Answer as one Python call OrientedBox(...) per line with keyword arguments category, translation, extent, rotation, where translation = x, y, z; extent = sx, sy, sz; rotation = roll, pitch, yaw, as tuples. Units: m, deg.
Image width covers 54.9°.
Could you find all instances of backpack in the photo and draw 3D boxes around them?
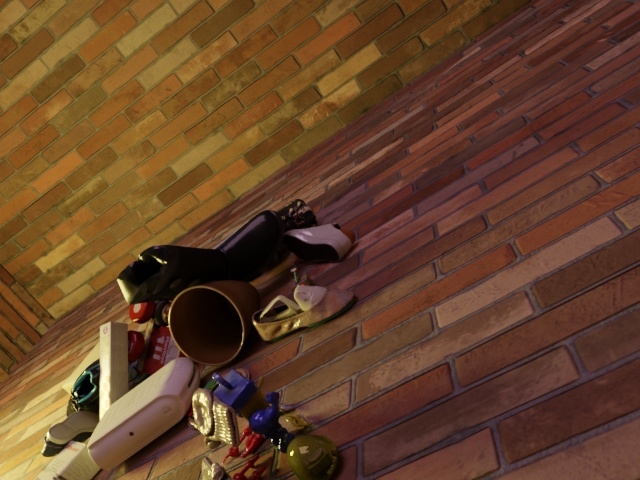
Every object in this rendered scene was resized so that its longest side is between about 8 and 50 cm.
OrientedBox(category="backpack", translation=(-0.633, 0.441, 2.105), extent=(0.114, 0.084, 0.105), rotation=(-37, 14, -20))

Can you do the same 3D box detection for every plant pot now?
OrientedBox(category="plant pot", translation=(-0.280, 0.214, 1.836), extent=(0.237, 0.237, 0.254), rotation=(-30, 2, 23))

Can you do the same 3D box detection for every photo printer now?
OrientedBox(category="photo printer", translation=(-0.466, 0.457, 1.693), extent=(0.308, 0.107, 0.256), rotation=(-36, 12, 5))

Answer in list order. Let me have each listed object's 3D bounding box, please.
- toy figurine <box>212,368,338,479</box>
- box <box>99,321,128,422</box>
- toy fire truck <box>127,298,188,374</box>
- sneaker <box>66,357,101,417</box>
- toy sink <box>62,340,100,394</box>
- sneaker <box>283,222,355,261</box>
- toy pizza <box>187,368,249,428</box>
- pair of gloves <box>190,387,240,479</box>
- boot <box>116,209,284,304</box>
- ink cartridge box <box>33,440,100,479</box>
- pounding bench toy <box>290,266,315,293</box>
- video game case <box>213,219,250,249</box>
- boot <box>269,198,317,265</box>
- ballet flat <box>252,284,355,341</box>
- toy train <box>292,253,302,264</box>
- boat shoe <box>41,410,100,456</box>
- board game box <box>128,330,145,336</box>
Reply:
OrientedBox(category="toy figurine", translation=(-0.143, 0.352, 1.184), extent=(0.191, 0.217, 0.362), rotation=(-42, 18, -16))
OrientedBox(category="box", translation=(-0.634, 0.414, 1.892), extent=(0.063, 0.067, 0.323), rotation=(-24, 64, 35))
OrientedBox(category="toy fire truck", translation=(-0.492, 0.294, 1.982), extent=(0.254, 0.169, 0.302), rotation=(-3, 68, 39))
OrientedBox(category="sneaker", translation=(-0.768, 0.493, 2.008), extent=(0.341, 0.125, 0.140), rotation=(-54, -15, 26))
OrientedBox(category="toy sink", translation=(-0.788, 0.473, 2.248), extent=(0.153, 0.131, 0.234), rotation=(-24, 25, 36))
OrientedBox(category="sneaker", translation=(0.000, 0.000, 1.986), extent=(0.290, 0.105, 0.123), rotation=(10, 43, 47))
OrientedBox(category="toy pizza", translation=(-0.270, 0.402, 1.601), extent=(0.201, 0.032, 0.201), rotation=(-33, 18, 12))
OrientedBox(category="pair of gloves", translation=(-0.202, 0.403, 1.166), extent=(0.042, 0.240, 0.204), rotation=(-7, 7, -28))
OrientedBox(category="boot", translation=(-0.342, 0.040, 1.859), extent=(0.367, 0.146, 0.445), rotation=(-52, -27, 16))
OrientedBox(category="ink cartridge box", translation=(-0.717, 0.665, 1.702), extent=(0.148, 0.086, 0.203), rotation=(-15, 28, 52))
OrientedBox(category="pounding bench toy", translation=(-0.061, 0.126, 1.812), extent=(0.052, 0.083, 0.065), rotation=(-33, 18, 14))
OrientedBox(category="video game case", translation=(-0.373, 0.040, 2.531), extent=(0.269, 0.061, 0.244), rotation=(-40, -2, -8))
OrientedBox(category="boot", translation=(-0.143, -0.034, 2.240), extent=(0.284, 0.138, 0.377), rotation=(-35, 8, -17))
OrientedBox(category="ballet flat", translation=(-0.059, 0.180, 1.636), extent=(0.316, 0.106, 0.107), rotation=(-28, 20, 26))
OrientedBox(category="toy train", translation=(-0.045, 0.020, 2.107), extent=(0.166, 0.046, 0.125), rotation=(-27, 20, 29))
OrientedBox(category="boat shoe", translation=(-0.757, 0.595, 1.889), extent=(0.079, 0.095, 0.254), rotation=(-59, -5, 5))
OrientedBox(category="board game box", translation=(-0.617, 0.363, 2.233), extent=(0.259, 0.124, 0.039), rotation=(-2, 82, 64))
